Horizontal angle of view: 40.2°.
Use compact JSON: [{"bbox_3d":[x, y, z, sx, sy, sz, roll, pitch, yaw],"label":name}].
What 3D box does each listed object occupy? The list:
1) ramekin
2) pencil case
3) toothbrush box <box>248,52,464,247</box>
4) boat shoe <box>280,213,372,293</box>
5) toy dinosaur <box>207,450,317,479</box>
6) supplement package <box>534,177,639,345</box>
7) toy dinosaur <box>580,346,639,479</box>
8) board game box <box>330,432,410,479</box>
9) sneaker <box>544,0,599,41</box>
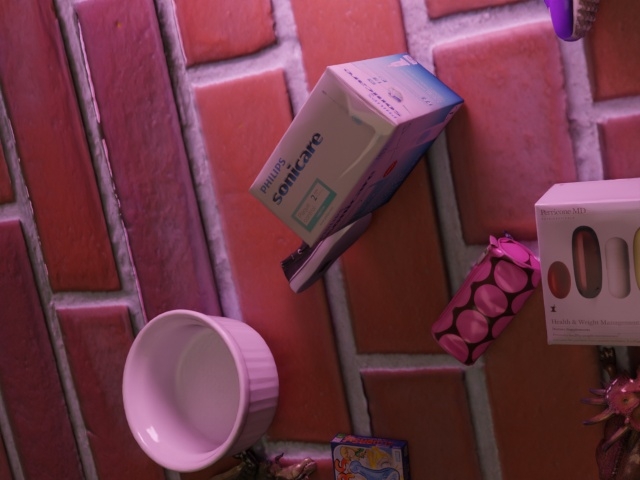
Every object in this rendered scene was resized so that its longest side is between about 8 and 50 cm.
[{"bbox_3d":[-0.206,0.261,1.552,0.277,0.135,0.277,-2,86,33],"label":"ramekin"},{"bbox_3d":[0.250,0.092,1.340,0.098,0.095,0.209,21,115,-18],"label":"pencil case"},{"bbox_3d":[0.059,-0.140,1.254,0.126,0.295,0.216,42,117,11],"label":"toothbrush box"},{"bbox_3d":[0.000,0.000,1.437,0.076,0.080,0.228,53,139,13],"label":"boat shoe"},{"bbox_3d":[-0.140,0.418,1.643,0.268,0.064,0.118,-14,104,32],"label":"toy dinosaur"},{"bbox_3d":[0.414,0.027,1.205,0.194,0.149,0.203,-3,103,27],"label":"supplement package"},{"bbox_3d":[0.436,0.280,1.233,0.127,0.200,0.296,7,107,25],"label":"toy dinosaur"},{"bbox_3d":[0.093,0.446,1.545,0.136,0.035,0.201,0,104,27],"label":"board game box"},{"bbox_3d":[0.289,-0.409,1.185,0.146,0.102,0.293,-6,96,32],"label":"sneaker"}]
